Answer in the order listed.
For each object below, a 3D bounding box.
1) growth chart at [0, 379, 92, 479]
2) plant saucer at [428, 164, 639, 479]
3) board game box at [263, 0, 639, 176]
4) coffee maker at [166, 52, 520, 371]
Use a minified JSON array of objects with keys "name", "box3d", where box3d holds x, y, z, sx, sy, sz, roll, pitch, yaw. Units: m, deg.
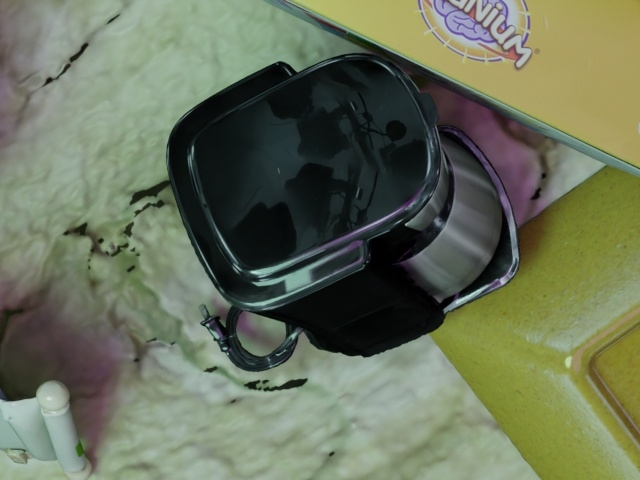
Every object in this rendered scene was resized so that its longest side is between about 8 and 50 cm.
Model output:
[{"name":"growth chart","box3d":[-0.229,0.069,0.943,0.237,0.172,0.021,15,68,-2]},{"name":"plant saucer","box3d":[0.279,0.076,0.983,0.333,0.081,0.333,-36,100,7]},{"name":"board game box","box3d":[0.028,-0.120,0.855,0.316,0.242,0.064,25,95,-6]},{"name":"coffee maker","box3d":[0.000,0.000,0.900,0.120,0.178,0.171,43,94,21]}]
